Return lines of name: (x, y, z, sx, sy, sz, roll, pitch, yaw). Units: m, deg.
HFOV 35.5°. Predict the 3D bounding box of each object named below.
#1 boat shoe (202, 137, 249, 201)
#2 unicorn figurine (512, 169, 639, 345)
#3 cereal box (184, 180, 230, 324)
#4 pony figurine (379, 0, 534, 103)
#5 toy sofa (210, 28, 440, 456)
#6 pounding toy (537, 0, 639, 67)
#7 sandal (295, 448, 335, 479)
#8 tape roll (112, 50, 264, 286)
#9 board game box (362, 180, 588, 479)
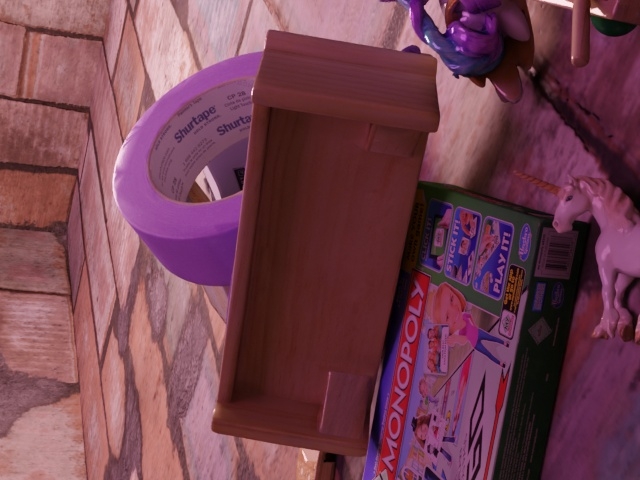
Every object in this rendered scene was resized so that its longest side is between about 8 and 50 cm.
boat shoe: (-0.102, -0.074, 1.361, 0.105, 0.113, 0.306, 101, 151, -59)
unicorn figurine: (0.201, 0.011, 0.647, 0.162, 0.060, 0.111, 2, 86, 52)
cereal box: (-0.124, 0.037, 1.257, 0.173, 0.047, 0.240, 48, 163, 44)
pony figurine: (0.088, -0.326, 0.791, 0.351, 0.303, 0.363, 71, -177, -53)
toy sofa: (0.000, 0.000, 0.900, 0.177, 0.150, 0.362, -82, 2, -60)
pounding toy: (0.191, -0.186, 0.648, 0.130, 0.100, 0.141, -133, 52, -63)
sandal: (-0.026, 0.187, 1.130, 0.088, 0.079, 0.240, 177, 98, -68)
tape roll: (-0.089, -0.085, 1.110, 0.090, 0.275, 0.274, 58, -168, -46)
board game box: (0.116, 0.121, 0.837, 0.213, 0.046, 0.317, -153, 70, -66)
